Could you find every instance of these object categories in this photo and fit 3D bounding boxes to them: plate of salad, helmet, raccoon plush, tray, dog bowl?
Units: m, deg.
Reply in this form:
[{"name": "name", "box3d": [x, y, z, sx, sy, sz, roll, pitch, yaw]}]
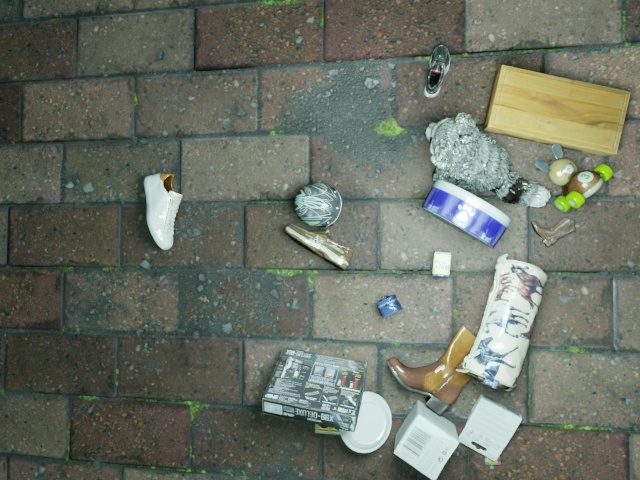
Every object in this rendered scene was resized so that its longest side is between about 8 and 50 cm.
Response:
[{"name": "plate of salad", "box3d": [0.150, 0.615, 1.734, 0.200, 0.048, 0.200, 3, 82, -22]}, {"name": "helmet", "box3d": [-0.007, -0.122, 1.756, 0.169, 0.161, 0.169, 0, 88, 10]}, {"name": "raccoon plush", "box3d": [0.533, -0.259, 1.592, 0.446, 0.299, 0.216, 15, 91, 10]}, {"name": "tray", "box3d": [0.755, -0.415, 1.641, 0.411, 0.076, 0.203, 13, 91, 1]}, {"name": "dog bowl", "box3d": [0.458, -0.084, 1.618, 0.265, 0.265, 0.104, 31, 96, 10]}]

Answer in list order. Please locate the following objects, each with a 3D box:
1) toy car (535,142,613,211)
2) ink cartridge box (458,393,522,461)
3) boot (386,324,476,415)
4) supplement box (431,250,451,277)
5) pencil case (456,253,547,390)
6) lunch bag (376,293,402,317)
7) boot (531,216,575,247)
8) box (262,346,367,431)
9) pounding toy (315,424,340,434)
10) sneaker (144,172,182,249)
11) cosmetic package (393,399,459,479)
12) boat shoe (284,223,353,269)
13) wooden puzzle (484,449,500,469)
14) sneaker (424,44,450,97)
[{"name": "toy car", "box3d": [0.781, -0.214, 1.615, 0.155, 0.149, 0.188, -43, 86, -4]}, {"name": "ink cartridge box", "box3d": [0.561, 0.622, 1.700, 0.145, 0.045, 0.179, 27, 106, 9]}, {"name": "boot", "box3d": [0.396, 0.399, 1.701, 0.264, 0.096, 0.280, 39, 94, 9]}, {"name": "supplement box", "box3d": [0.406, 0.079, 1.714, 0.056, 0.083, 0.083, 5, 90, 12]}, {"name": "pencil case", "box3d": [0.579, 0.259, 1.612, 0.183, 0.160, 0.410, 22, 82, -20]}, {"name": "lunch bag", "box3d": [0.230, 0.218, 1.735, 0.067, 0.098, 0.065, -27, 81, 14]}, {"name": "boot", "box3d": [0.765, -0.049, 1.675, 0.114, 0.037, 0.106, -37, 96, 11]}, {"name": "box", "box3d": [-0.013, 0.487, 1.701, 0.307, 0.242, 0.076, 7, 122, 10]}, {"name": "pounding toy", "box3d": [0.030, 0.590, 1.759, 0.130, 0.100, 0.141, 1, 89, 10]}, {"name": "sneaker", "box3d": [-0.569, -0.114, 1.887, 0.123, 0.106, 0.290, -12, 85, 12]}, {"name": "cosmetic package", "box3d": [0.341, 0.643, 1.658, 0.151, 0.184, 0.151, 32, 94, 10]}, {"name": "boat shoe", "box3d": [0.000, 0.002, 1.797, 0.257, 0.095, 0.095, 32, 80, 4]}, {"name": "wooden puzzle", "box3d": [0.574, 0.722, 1.703, 0.049, 0.006, 0.083, -6, 87, 10]}, {"name": "sneaker", "box3d": [0.401, -0.581, 1.738, 0.072, 0.077, 0.178, 10, 89, 9]}]
